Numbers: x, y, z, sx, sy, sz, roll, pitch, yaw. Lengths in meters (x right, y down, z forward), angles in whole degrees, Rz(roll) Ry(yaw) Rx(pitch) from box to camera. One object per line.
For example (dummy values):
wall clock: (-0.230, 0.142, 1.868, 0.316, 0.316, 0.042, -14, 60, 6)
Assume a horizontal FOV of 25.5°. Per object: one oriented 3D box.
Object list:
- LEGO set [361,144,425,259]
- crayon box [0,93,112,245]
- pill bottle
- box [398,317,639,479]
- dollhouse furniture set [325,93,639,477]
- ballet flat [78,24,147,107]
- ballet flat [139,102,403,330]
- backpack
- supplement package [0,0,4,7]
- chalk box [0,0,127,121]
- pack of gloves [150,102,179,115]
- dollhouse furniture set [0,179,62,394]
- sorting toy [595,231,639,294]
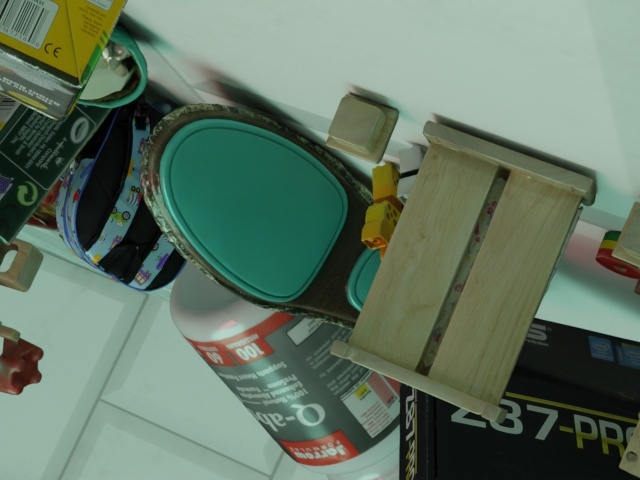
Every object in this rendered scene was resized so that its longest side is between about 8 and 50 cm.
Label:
LEGO set: (0.091, -0.021, 1.277, 0.087, 0.093, 0.227, -14, 148, 21)
crayon box: (-0.341, -0.109, 1.453, 0.081, 0.202, 0.318, 43, 163, -29)
pill bottle: (0.005, 0.143, 1.666, 0.210, 0.210, 0.363, 11, 145, 53)
box: (0.267, 0.224, 1.277, 0.395, 0.318, 0.097, 14, 128, -7)
dollhouse furniture set: (0.133, 0.094, 1.130, 0.356, 0.303, 0.174, 23, 178, 18)
ballet flat: (-0.243, -0.158, 1.164, 0.247, 0.083, 0.087, 5, -154, -42)
ballet flat: (0.000, 0.000, 1.410, 0.483, 0.164, 0.182, 28, -176, -31)
backpack: (-0.193, -0.039, 1.426, 0.117, 0.173, 0.158, 0, 152, 48)
supplement package: (-0.230, -0.205, 0.691, 0.194, 0.203, 0.149, 25, 170, -7)
chalk box: (-0.210, -0.176, 1.013, 0.132, 0.132, 0.213, 26, 171, -13)
pack of gloves: (-0.141, -0.102, 1.538, 0.195, 0.046, 0.232, 30, 160, -21)
dollhouse furniture set: (-0.412, 0.029, 1.878, 0.152, 0.374, 0.201, 16, 166, 20)
sorting toy: (0.353, 0.077, 1.226, 0.275, 0.046, 0.132, 24, 170, 0)
